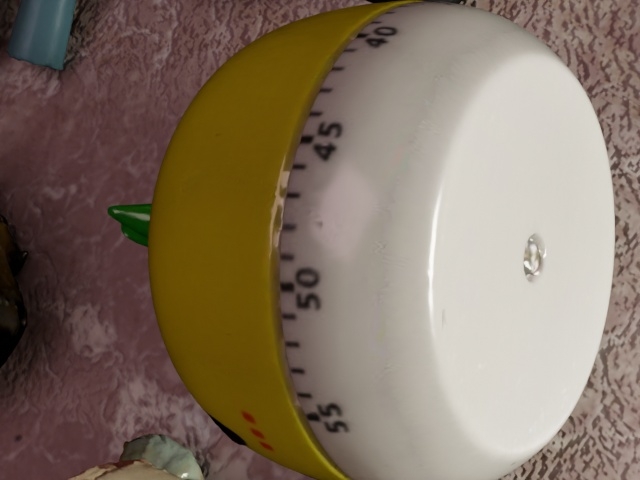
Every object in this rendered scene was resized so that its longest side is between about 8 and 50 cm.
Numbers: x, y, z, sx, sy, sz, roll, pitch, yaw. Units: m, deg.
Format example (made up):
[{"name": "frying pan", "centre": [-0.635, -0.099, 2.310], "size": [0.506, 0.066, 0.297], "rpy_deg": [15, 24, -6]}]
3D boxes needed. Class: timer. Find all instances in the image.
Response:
[{"name": "timer", "centre": [0.000, 0.000, 0.737], "size": [0.285, 0.285, 0.285], "rpy_deg": [-7, 72, 23]}]

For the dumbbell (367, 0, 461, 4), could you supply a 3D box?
[{"name": "dumbbell", "centre": [0.001, -0.242, 0.863], "size": [0.218, 0.152, 0.152], "rpy_deg": [19, 83, 28]}]

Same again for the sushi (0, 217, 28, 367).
[{"name": "sushi", "centre": [-0.318, 0.028, 0.919], "size": [0.204, 0.213, 0.200], "rpy_deg": [-27, 41, 0]}]

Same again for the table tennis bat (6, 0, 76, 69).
[{"name": "table tennis bat", "centre": [-0.168, -0.286, 0.954], "size": [0.044, 0.215, 0.329], "rpy_deg": [-122, 47, -67]}]

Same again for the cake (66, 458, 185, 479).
[{"name": "cake", "centre": [-0.114, 0.236, 0.802], "size": [0.109, 0.090, 0.225], "rpy_deg": [30, 126, 24]}]

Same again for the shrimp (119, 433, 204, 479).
[{"name": "shrimp", "centre": [-0.043, 0.145, 0.827], "size": [0.166, 0.049, 0.161], "rpy_deg": [-46, 64, 4]}]
